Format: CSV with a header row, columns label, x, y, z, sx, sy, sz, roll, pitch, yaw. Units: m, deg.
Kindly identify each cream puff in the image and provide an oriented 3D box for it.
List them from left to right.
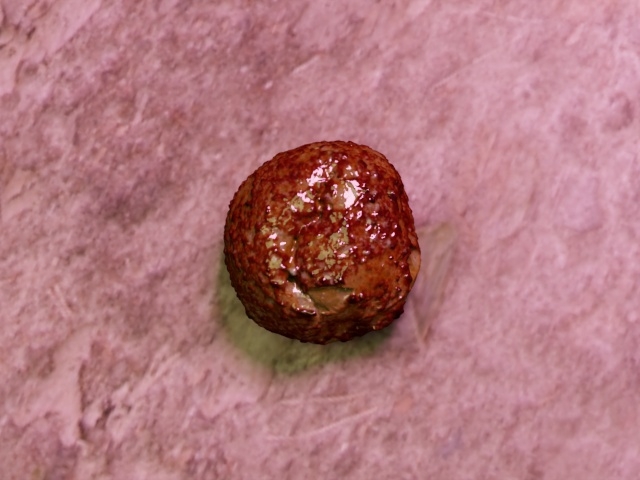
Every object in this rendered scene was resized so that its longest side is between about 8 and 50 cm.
label,x,y,z,sx,sy,sz,roll,pitch,yaw
cream puff,0.000,0.000,1.181,0.149,0.084,0.149,-3,79,14
